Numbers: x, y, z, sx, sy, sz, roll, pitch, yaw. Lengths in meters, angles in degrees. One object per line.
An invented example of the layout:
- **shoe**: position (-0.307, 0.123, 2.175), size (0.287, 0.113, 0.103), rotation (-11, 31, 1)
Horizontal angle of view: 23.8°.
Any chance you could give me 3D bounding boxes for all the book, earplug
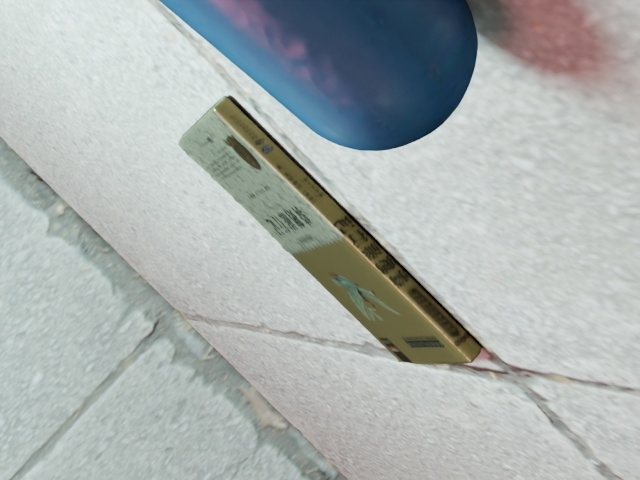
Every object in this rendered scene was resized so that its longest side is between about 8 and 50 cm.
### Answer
- **book**: position (0.000, 0.000, 1.376), size (0.310, 0.021, 0.217), rotation (45, 167, -7)
- **earplug**: position (-0.032, -0.154, 0.753), size (0.273, 0.132, 0.132), rotation (43, 168, -15)
